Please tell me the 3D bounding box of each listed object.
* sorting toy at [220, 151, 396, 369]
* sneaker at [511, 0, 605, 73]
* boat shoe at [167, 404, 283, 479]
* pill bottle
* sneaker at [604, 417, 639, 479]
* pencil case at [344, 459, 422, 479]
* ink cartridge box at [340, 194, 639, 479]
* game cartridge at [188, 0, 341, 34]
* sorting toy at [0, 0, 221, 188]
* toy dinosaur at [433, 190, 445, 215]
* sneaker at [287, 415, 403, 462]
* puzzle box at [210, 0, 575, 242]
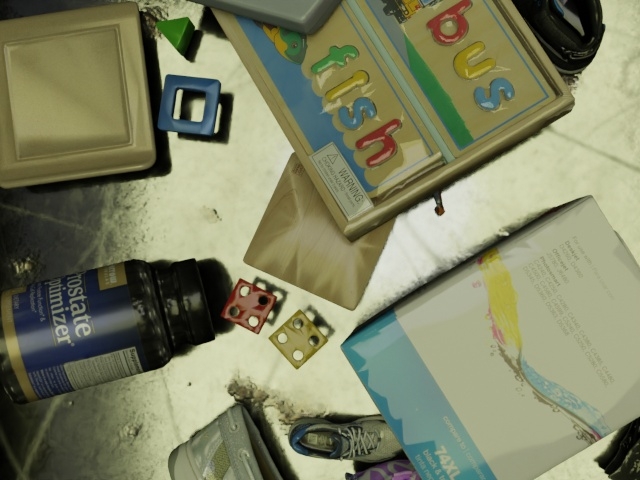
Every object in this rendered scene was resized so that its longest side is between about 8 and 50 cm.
[{"bbox_3d":[0.000,0.000,1.021,0.132,0.046,0.274,24,85,5],"label":"sorting toy"},{"bbox_3d":[0.227,-0.280,0.972,0.079,0.121,0.217,-34,86,3],"label":"sneaker"},{"bbox_3d":[-0.031,0.326,0.992,0.103,0.118,0.320,-40,79,8],"label":"boat shoe"},{"bbox_3d":[-0.229,0.089,0.998,0.219,0.123,0.122,-14,88,-9],"label":"pill bottle"},{"bbox_3d":[0.371,0.187,0.987,0.089,0.051,0.170,22,94,0],"label":"sneaker"},{"bbox_3d":[0.091,0.333,0.992,0.086,0.088,0.206,-15,91,-30],"label":"pencil case"},{"bbox_3d":[0.189,0.109,0.932,0.270,0.198,0.197,-32,86,4],"label":"ink cartridge box"},{"bbox_3d":[-0.028,-0.368,0.972,0.198,0.062,0.297,19,85,8],"label":"game cartridge"},{"bbox_3d":[-0.280,-0.161,1.055,0.348,0.047,0.195,-7,84,5],"label":"sorting toy"},{"bbox_3d":[0.126,-0.072,1.021,0.090,0.047,0.082,-36,105,-7],"label":"toy dinosaur"},{"bbox_3d":[0.030,0.220,1.014,0.135,0.058,0.052,-3,89,4],"label":"sneaker"},{"bbox_3d":[0.045,-0.238,0.993,0.272,0.052,0.409,-31,78,3],"label":"puzzle box"}]
